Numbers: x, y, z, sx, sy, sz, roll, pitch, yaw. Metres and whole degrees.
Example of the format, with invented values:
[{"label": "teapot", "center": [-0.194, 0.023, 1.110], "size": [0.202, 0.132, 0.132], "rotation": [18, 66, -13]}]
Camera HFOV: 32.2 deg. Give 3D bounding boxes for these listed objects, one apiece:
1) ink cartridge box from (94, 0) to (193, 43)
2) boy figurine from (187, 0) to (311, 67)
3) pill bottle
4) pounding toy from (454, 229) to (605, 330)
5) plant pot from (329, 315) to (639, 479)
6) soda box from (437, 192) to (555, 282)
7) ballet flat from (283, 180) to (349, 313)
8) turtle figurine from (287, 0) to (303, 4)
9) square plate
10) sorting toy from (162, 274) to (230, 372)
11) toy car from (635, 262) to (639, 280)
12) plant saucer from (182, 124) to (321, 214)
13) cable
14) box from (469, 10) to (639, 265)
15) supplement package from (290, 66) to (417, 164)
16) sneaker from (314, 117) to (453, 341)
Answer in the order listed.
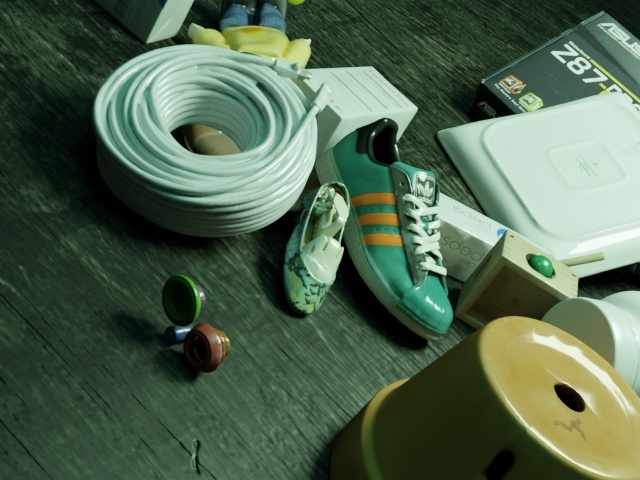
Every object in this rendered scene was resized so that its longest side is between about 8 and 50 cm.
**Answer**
[{"label": "ink cartridge box", "center": [-0.278, -0.398, 1.535], "size": [0.231, 0.134, 0.078], "rotation": [41, 33, 10]}, {"label": "boy figurine", "center": [-0.100, -0.276, 1.564], "size": [0.177, 0.092, 0.285], "rotation": [9, 32, -8]}, {"label": "pill bottle", "center": [0.426, 0.164, 1.359], "size": [0.333, 0.188, 0.188], "rotation": [13, 37, -31]}, {"label": "pounding toy", "center": [0.267, 0.056, 1.407], "size": [0.130, 0.141, 0.100], "rotation": [32, 31, -3]}, {"label": "plant pot", "center": [0.183, 0.211, 1.061], "size": [0.290, 0.203, 0.291], "rotation": [24, 32, -16]}, {"label": "soda box", "center": [0.207, 0.012, 1.477], "size": [0.216, 0.074, 0.069], "rotation": [26, 32, -12]}, {"label": "ballet flat", "center": [0.000, 0.000, 1.280], "size": [0.070, 0.070, 0.188], "rotation": [23, 45, -17]}, {"label": "turtle figurine", "center": [-0.123, -0.455, 1.806], "size": [0.269, 0.087, 0.217], "rotation": [-11, 53, -21]}, {"label": "square plate", "center": [0.401, -0.101, 1.690], "size": [0.344, 0.049, 0.347], "rotation": [-14, 50, -15]}, {"label": "sorting toy", "center": [-0.120, 0.082, 1.097], "size": [0.042, 0.061, 0.102], "rotation": [-9, 74, -49]}, {"label": "toy car", "center": [0.634, 0.058, 1.648], "size": [0.210, 0.238, 0.219], "rotation": [15, 36, -28]}, {"label": "plant saucer", "center": [-0.088, -0.094, 1.389], "size": [0.198, 0.036, 0.199], "rotation": [24, 32, -16]}, {"label": "cable", "center": [-0.132, -0.120, 1.273], "size": [0.257, 0.089, 0.257], "rotation": [17, 49, -1]}, {"label": "box", "center": [0.501, -0.183, 1.875], "size": [0.318, 0.097, 0.395], "rotation": [-30, 64, -26]}, {"label": "supplement package", "center": [0.028, -0.167, 1.529], "size": [0.105, 0.105, 0.179], "rotation": [46, 33, 23]}, {"label": "sneaker", "center": [0.098, -0.024, 1.352], "size": [0.108, 0.121, 0.302], "rotation": [19, 38, -52]}]
